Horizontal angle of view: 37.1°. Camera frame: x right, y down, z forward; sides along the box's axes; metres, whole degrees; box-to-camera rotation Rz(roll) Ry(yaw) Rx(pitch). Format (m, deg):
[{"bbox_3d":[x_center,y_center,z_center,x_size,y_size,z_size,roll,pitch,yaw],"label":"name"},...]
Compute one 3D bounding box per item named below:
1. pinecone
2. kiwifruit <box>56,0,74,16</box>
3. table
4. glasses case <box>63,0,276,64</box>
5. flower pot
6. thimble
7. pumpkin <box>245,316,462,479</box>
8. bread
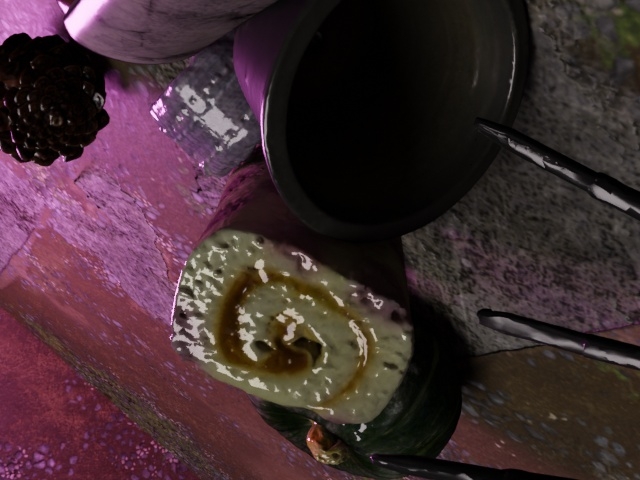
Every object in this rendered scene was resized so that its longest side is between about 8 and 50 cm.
[{"bbox_3d":[-0.362,-0.184,1.195,0.165,0.163,0.163,33,157,42],"label":"pinecone"},{"bbox_3d":[-0.224,-0.250,0.996,0.124,0.075,0.075,25,152,32],"label":"kiwifruit"},{"bbox_3d":[0.212,0.083,0.714,0.249,0.317,0.317,16,148,22],"label":"table"},{"bbox_3d":[-0.095,-0.184,0.663,0.114,0.060,0.299,4,176,-25],"label":"glasses case"},{"bbox_3d":[0.028,-0.133,0.734,0.148,0.235,0.235,42,164,47],"label":"flower pot"},{"bbox_3d":[-0.081,-0.141,0.900,0.098,0.150,0.150,43,154,-11],"label":"thimble"},{"bbox_3d":[0.033,0.187,1.218,0.300,0.207,0.300,24,157,11],"label":"pumpkin"},{"bbox_3d":[-0.015,0.013,0.862,0.187,0.155,0.338,20,-163,-4],"label":"bread"}]
